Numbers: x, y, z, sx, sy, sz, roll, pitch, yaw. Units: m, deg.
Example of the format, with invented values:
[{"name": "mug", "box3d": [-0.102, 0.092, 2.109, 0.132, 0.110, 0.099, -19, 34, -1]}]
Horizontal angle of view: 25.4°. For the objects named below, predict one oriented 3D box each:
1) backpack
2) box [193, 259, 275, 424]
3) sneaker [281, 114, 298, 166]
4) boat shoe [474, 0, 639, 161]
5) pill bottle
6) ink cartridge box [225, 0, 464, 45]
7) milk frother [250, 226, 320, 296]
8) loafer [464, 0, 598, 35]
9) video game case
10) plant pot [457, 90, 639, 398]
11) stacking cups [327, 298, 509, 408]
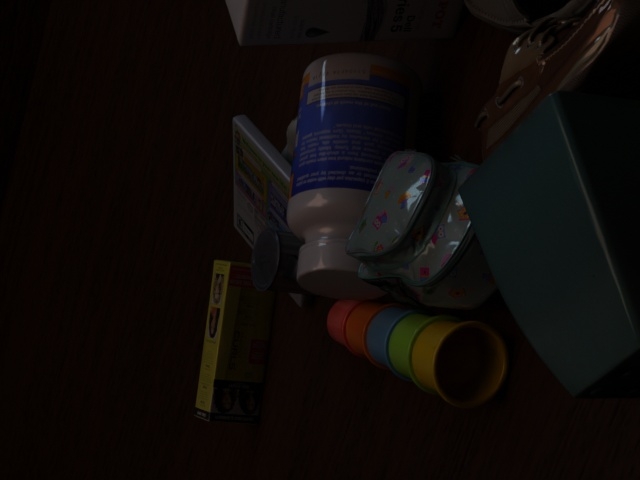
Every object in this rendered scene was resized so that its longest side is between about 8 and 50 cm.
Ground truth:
[{"name": "backpack", "box3d": [0.130, -0.011, 1.536, 0.188, 0.144, 0.166, 11, 70, 55]}, {"name": "box", "box3d": [-0.122, 0.148, 2.064, 0.058, 0.087, 0.232, 5, 86, 61]}, {"name": "sneaker", "box3d": [-0.019, -0.106, 1.958, 0.085, 0.086, 0.237, 57, 152, 14]}, {"name": "boat shoe", "box3d": [0.224, -0.154, 1.350, 0.116, 0.123, 0.324, 62, 151, 18]}, {"name": "pill bottle", "box3d": [0.039, -0.074, 1.698, 0.152, 0.152, 0.272, -29, 50, 58]}, {"name": "ink cartridge box", "box3d": [0.038, -0.336, 1.631, 0.198, 0.273, 0.114, 104, 155, -48]}, {"name": "milk frother", "box3d": [0.000, 0.000, 1.807, 0.129, 0.135, 0.143, -13, 71, 61]}, {"name": "loafer", "box3d": [0.232, -0.268, 1.447, 0.319, 0.111, 0.112, 9, 91, 63]}, {"name": "video game case", "box3d": [-0.066, -0.042, 1.965, 0.212, 0.023, 0.193, 49, 147, 44]}, {"name": "plant pot", "box3d": [0.259, 0.015, 1.269, 0.165, 0.166, 0.234, -49, 45, 47]}, {"name": "stacking cups", "box3d": [0.095, 0.123, 1.639, 0.316, 0.096, 0.096, 7, 89, 65]}]
